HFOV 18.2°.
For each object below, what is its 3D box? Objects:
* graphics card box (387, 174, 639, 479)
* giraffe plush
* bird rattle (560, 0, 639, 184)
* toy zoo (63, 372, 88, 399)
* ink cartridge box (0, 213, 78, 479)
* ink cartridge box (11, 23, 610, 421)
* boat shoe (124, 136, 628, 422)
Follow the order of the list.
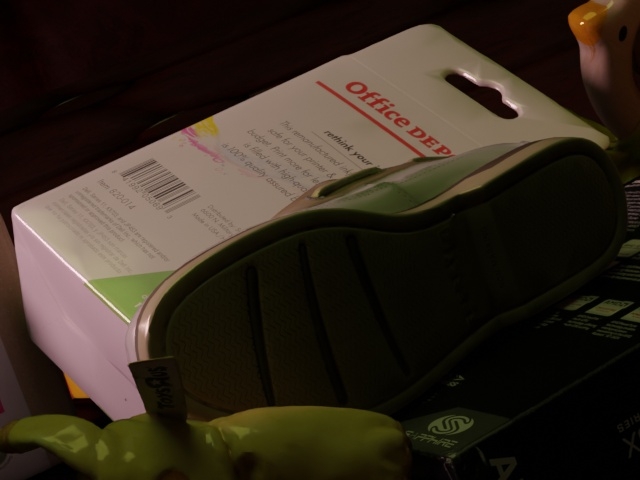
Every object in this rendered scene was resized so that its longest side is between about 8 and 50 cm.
[{"bbox_3d":[0.159,0.058,1.098,0.371,0.094,0.233,-26,16,-28],"label":"graphics card box"},{"bbox_3d":[-0.045,0.166,0.861,0.181,0.170,0.210,-11,-26,16],"label":"giraffe plush"},{"bbox_3d":[0.281,-0.126,1.445,0.253,0.207,0.143,-30,33,-2],"label":"bird rattle"},{"bbox_3d":[-0.143,0.071,1.583,0.293,0.030,0.192,-6,20,43],"label":"toy zoo"},{"bbox_3d":[-0.301,0.099,1.356,0.235,0.193,0.088,-25,17,-17],"label":"ink cartridge box"},{"bbox_3d":[0.000,0.000,1.329,0.353,0.119,0.207,-27,45,-27],"label":"ink cartridge box"},{"bbox_3d":[0.020,0.024,1.028,0.302,0.113,0.103,-18,9,-35],"label":"boat shoe"}]
